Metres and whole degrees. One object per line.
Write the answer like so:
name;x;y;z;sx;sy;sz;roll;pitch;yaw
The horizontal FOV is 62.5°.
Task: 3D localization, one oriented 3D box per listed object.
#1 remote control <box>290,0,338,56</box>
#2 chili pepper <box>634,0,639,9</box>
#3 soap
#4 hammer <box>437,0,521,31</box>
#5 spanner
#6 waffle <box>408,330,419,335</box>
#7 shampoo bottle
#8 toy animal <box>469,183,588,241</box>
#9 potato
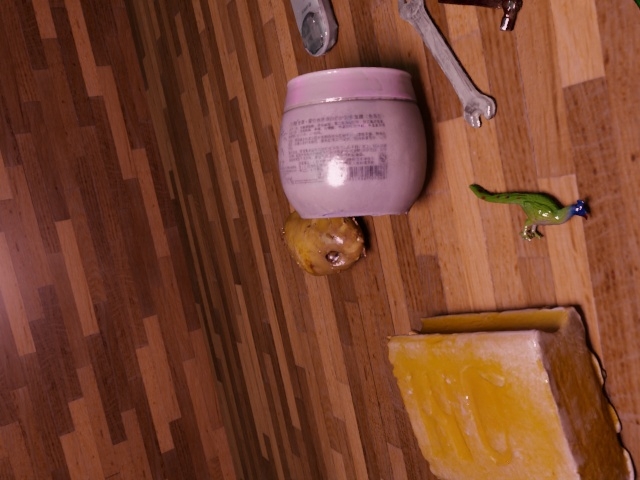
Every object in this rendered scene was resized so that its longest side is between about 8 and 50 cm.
remote control;-0.023;-0.530;1.161;0.104;0.052;0.248;-14;91;61
chili pepper;0.404;-0.268;0.560;0.253;0.083;0.099;58;147;17
soap;0.298;0.271;0.889;0.335;0.156;0.294;-16;90;55
hammer;0.240;-0.375;0.834;0.178;0.021;0.065;37;134;46
spanner;0.210;-0.321;0.910;0.302;0.017;0.071;65;148;17
waffle;0.237;0.250;1.114;0.135;0.021;0.092;17;118;55
shampoo bottle;0.058;-0.175;0.975;0.273;0.272;0.267;6;99;57
toy animal;0.318;-0.042;0.838;0.216;0.041;0.075;22;120;58
potato;0.000;0.000;1.274;0.300;0.140;0.173;3;102;62
